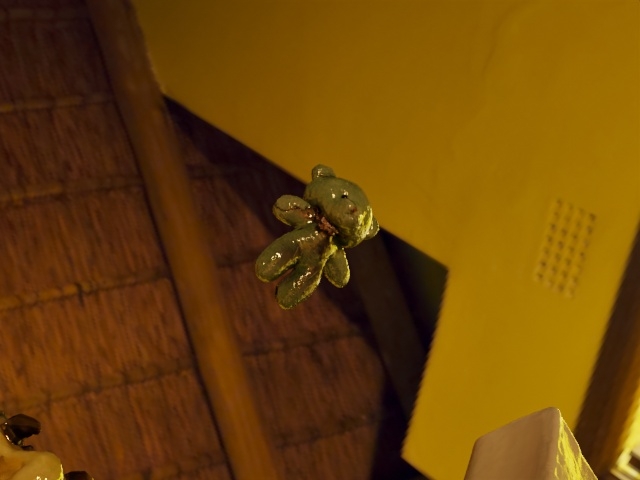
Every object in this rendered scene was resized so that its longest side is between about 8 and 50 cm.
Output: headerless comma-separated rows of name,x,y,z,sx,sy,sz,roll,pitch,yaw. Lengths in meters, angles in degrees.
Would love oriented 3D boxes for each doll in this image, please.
doll,0.000,0.000,1.069,0.115,0.077,0.150,49,-118,-20

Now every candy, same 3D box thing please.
candy,0.247,0.383,1.289,0.208,0.145,0.358,57,-149,-16

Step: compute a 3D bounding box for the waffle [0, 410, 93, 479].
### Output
waffle,-0.324,0.278,0.875,0.095,0.382,0.379,-25,-52,-57
